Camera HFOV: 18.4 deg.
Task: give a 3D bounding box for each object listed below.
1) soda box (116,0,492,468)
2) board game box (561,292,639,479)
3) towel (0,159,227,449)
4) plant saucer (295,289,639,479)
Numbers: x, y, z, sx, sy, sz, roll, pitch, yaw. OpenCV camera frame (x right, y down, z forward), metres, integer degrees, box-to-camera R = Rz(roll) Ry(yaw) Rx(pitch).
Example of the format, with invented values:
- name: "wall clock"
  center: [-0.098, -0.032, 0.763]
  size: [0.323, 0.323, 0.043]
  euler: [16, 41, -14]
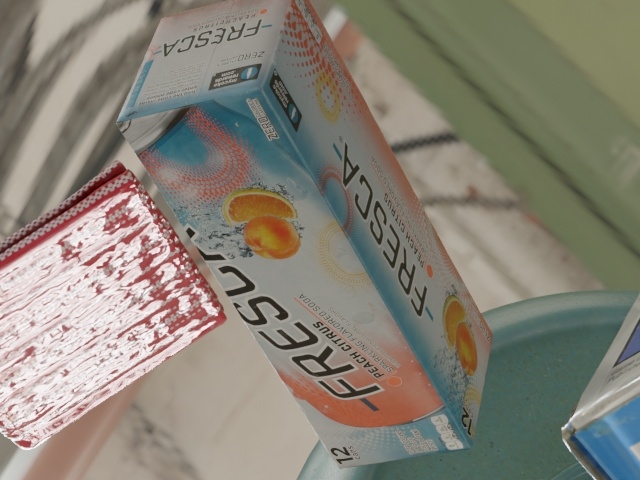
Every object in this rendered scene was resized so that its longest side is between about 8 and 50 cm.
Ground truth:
- name: "soda box"
  center: [0.000, 0.000, 0.711]
  size: [0.183, 0.058, 0.063]
  euler: [59, -148, -34]
- name: "board game box"
  center: [0.231, -0.068, 0.419]
  size: [0.086, 0.308, 0.302]
  euler: [50, -144, -5]
- name: "towel"
  center: [-0.184, 0.055, 1.450]
  size: [0.031, 0.199, 0.275]
  euler: [54, 175, 26]
- name: "plant saucer"
  center: [0.135, 0.144, 0.850]
  size: [0.317, 0.044, 0.318]
  euler: [-1, -125, 2]
